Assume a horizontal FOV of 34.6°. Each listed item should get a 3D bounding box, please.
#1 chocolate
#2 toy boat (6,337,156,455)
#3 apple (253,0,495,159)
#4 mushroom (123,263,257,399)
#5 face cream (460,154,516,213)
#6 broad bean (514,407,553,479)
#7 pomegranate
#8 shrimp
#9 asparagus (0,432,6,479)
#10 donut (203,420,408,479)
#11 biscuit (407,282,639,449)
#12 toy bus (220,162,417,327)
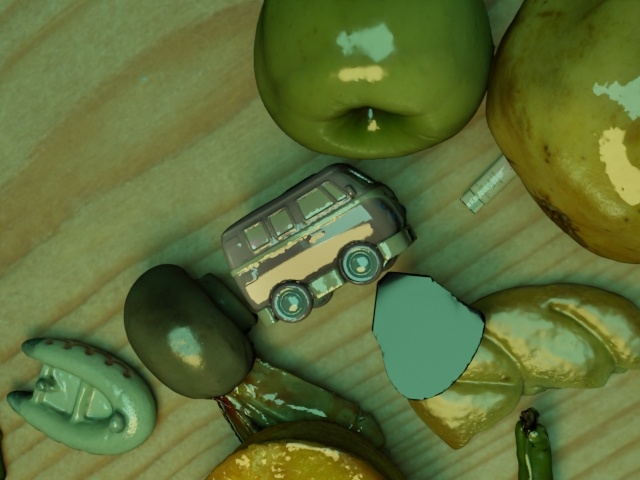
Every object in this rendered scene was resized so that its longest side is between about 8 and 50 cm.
[{"bbox_3d":[0.127,0.102,1.185,0.125,0.080,0.149,-21,78,5],"label":"chocolate"},{"bbox_3d":[-0.310,0.206,1.328,0.207,0.079,0.134,22,96,11],"label":"toy boat"},{"bbox_3d":[0.051,-0.220,1.123,0.279,0.279,0.279,1,94,12],"label":"apple"},{"bbox_3d":[-0.164,0.101,1.239,0.141,0.117,0.188,-46,63,-7],"label":"mushroom"},{"bbox_3d":[0.215,-0.080,1.220,0.115,0.020,0.038,-45,84,9],"label":"face cream"},{"bbox_3d":[0.254,0.338,1.202,0.055,0.098,0.318,-6,105,21],"label":"broad bean"},{"bbox_3d":[0.334,-0.142,1.043,0.332,0.332,0.333,1,94,12],"label":"pomegranate"},{"bbox_3d":[-0.052,0.227,1.283,0.294,0.062,0.154,34,106,6],"label":"shrimp"},{"bbox_3d":[-0.457,0.242,1.380,0.045,0.041,0.179,-9,91,5],"label":"asparagus"},{"bbox_3d":[-0.004,0.349,1.230,0.302,0.110,0.303,4,109,11],"label":"donut"},{"bbox_3d":[0.237,0.133,1.220,0.299,0.045,0.154,-26,87,13],"label":"biscuit"},{"bbox_3d":[0.000,0.000,1.211,0.202,0.142,0.142,-30,88,13],"label":"toy bus"}]
